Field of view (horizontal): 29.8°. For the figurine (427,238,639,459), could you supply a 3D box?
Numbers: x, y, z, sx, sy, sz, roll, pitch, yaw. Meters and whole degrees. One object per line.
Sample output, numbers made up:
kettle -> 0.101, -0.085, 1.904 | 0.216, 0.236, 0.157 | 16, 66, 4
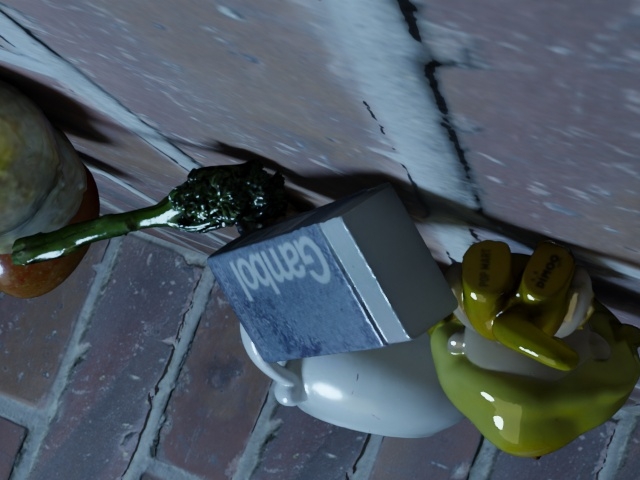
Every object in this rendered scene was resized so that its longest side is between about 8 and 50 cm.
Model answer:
figurine -> 0.138, 0.068, 0.785 | 0.156, 0.131, 0.246 | 2, 158, 19

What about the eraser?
eraser -> -0.001, 0.026, 0.780 | 0.091, 0.046, 0.212 | 60, 153, -6

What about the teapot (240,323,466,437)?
teapot -> 0.047, 0.096, 1.088 | 0.204, 0.139, 0.298 | 18, -173, 43

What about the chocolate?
chocolate -> -0.263, -0.057, 0.983 | 0.134, 0.134, 0.309 | 21, 172, -5

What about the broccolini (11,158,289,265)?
broccolini -> -0.134, -0.006, 0.871 | 0.254, 0.057, 0.071 | -18, 120, 33

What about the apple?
apple -> -0.337, -0.033, 1.335 | 0.181, 0.168, 0.181 | 29, 176, 2

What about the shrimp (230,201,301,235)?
shrimp -> 0.000, 0.000, 0.960 | 0.152, 0.046, 0.219 | 20, 178, 18
